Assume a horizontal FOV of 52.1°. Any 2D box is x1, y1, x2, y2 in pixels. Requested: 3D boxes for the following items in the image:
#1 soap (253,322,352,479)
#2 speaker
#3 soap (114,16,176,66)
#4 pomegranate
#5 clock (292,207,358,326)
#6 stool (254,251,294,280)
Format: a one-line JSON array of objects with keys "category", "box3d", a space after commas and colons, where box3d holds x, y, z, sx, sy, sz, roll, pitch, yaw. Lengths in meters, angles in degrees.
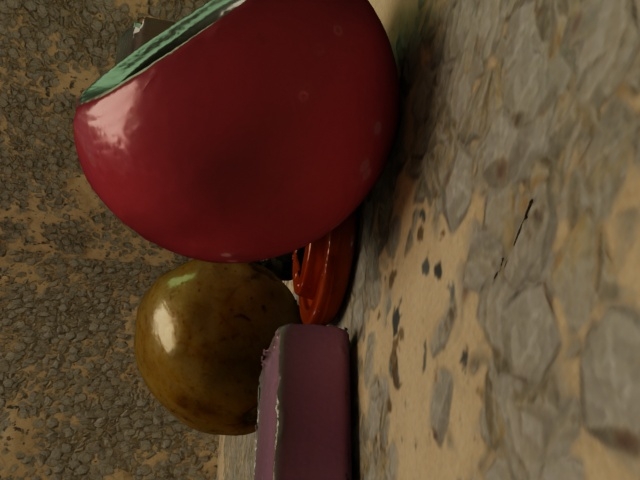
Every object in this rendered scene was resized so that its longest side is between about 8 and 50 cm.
[{"category": "soap", "box3d": [-0.022, 0.234, 0.638, 0.181, 0.081, 0.259, 109, 164, -55]}, {"category": "speaker", "box3d": [-0.070, -0.115, 0.585, 0.294, 0.295, 0.294, -173, 90, -81]}, {"category": "soap", "box3d": [-0.226, -0.256, 1.212, 0.435, 0.351, 0.212, -151, 68, -65]}, {"category": "pomegranate", "box3d": [-0.145, 0.145, 0.939, 0.260, 0.261, 0.260, -173, 90, -81]}, {"category": "clock", "box3d": [0.000, 0.000, 0.766, 0.205, 0.051, 0.205, -173, 90, -82]}, {"category": "stool", "box3d": [-0.081, -0.013, 1.047, 0.153, 0.228, 0.139, 32, -108, -51]}]
